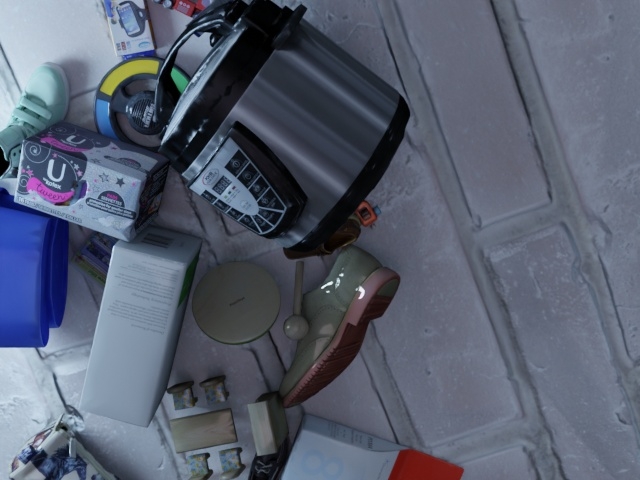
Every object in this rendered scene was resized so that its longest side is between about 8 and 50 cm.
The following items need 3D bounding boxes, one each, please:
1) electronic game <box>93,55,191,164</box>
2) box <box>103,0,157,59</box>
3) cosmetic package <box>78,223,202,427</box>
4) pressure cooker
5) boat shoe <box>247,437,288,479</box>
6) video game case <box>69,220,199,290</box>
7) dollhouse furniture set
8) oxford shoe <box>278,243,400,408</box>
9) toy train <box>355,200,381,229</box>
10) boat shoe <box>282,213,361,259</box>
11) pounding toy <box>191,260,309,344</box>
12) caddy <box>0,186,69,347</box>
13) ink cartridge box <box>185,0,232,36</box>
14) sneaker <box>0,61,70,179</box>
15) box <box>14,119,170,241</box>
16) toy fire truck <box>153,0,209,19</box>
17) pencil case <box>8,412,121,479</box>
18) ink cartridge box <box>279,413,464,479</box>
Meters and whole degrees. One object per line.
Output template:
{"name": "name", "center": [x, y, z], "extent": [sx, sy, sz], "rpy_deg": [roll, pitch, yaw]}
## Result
{"name": "electronic game", "center": [-0.350, -0.259, 1.775], "extent": [0.229, 0.048, 0.229], "rpy_deg": [1, 105, 3]}
{"name": "box", "center": [-0.378, -0.427, 1.744], "extent": [0.081, 0.028, 0.136], "rpy_deg": [-10, 102, 6]}
{"name": "cosmetic package", "center": [-0.368, 0.169, 1.792], "extent": [0.155, 0.197, 0.366], "rpy_deg": [14, 107, -2]}
{"name": "pressure cooker", "center": [-0.098, -0.224, 1.594], "extent": [0.420, 0.375, 0.370], "rpy_deg": [36, 94, -12]}
{"name": "boat shoe", "center": [-0.122, 0.515, 1.957], "extent": [0.075, 0.065, 0.206], "rpy_deg": [19, 105, -1]}
{"name": "video game case", "center": [-0.400, 0.043, 1.873], "extent": [0.212, 0.023, 0.193], "rpy_deg": [40, 104, -8]}
{"name": "dollhouse furniture set", "center": [-0.205, 0.401, 1.857], "extent": [0.242, 0.161, 0.212], "rpy_deg": [-12, 88, 7]}
{"name": "oxford shoe", "center": [0.013, 0.184, 1.848], "extent": [0.146, 0.140, 0.397], "rpy_deg": [43, 110, 23]}
{"name": "toy train", "center": [0.035, -0.050, 1.805], "extent": [0.166, 0.046, 0.125], "rpy_deg": [-26, 101, 10]}
{"name": "boat shoe", "center": [0.001, 0.000, 1.783], "extent": [0.178, 0.060, 0.064], "rpy_deg": [-21, 129, 19]}
{"name": "pounding toy", "center": [-0.144, 0.145, 1.826], "extent": [0.236, 0.110, 0.183], "rpy_deg": [-3, 63, -1]}
{"name": "caddy", "center": [-0.631, 0.063, 1.785], "extent": [0.179, 0.241, 0.342], "rpy_deg": [5, 105, -4]}
{"name": "ink cartridge box", "center": [-0.114, -0.522, 1.596], "extent": [0.371, 0.176, 0.069], "rpy_deg": [-43, 95, 4]}
{"name": "sneaker", "center": [-0.588, -0.232, 1.746], "extent": [0.094, 0.151, 0.256], "rpy_deg": [25, 104, -1]}
{"name": "box", "center": [-0.450, -0.122, 1.730], "extent": [0.247, 0.163, 0.142], "rpy_deg": [19, 114, 4]}
{"name": "toy fire truck", "center": [-0.276, -0.517, 1.702], "extent": [0.192, 0.047, 0.135], "rpy_deg": [25, 102, -6]}
{"name": "pencil case", "center": [-0.500, 0.582, 1.953], "extent": [0.410, 0.160, 0.183], "rpy_deg": [44, 118, -7]}
{"name": "ink cartridge box", "center": [0.091, 0.593, 1.951], "extent": [0.384, 0.091, 0.308], "rpy_deg": [19, 106, 0]}
